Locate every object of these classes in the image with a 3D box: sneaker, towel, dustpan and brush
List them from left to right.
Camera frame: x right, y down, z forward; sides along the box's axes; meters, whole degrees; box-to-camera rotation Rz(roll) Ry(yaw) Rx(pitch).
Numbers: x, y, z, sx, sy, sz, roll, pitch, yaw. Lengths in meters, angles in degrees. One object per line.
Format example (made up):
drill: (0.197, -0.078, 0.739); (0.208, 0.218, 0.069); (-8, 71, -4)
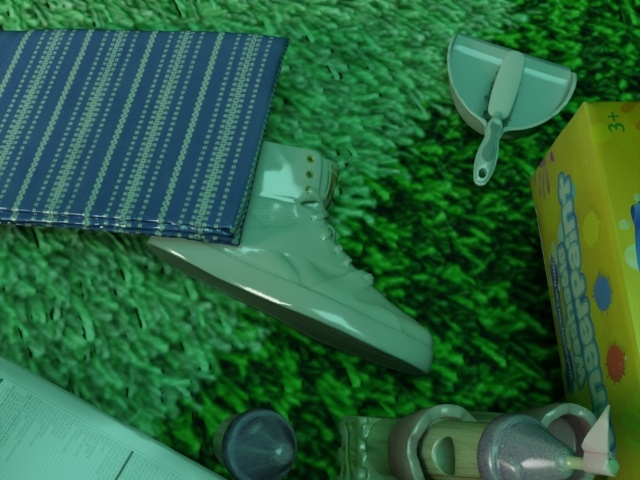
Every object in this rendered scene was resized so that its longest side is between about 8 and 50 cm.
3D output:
towel: (-0.214, -0.112, 0.787); (0.336, 0.040, 0.243); (5, 62, 12)
sneaker: (0.000, 0.000, 0.759); (0.293, 0.108, 0.169); (27, 73, 8)
dustpan and brush: (0.191, -0.138, 0.847); (0.147, 0.060, 0.211); (19, 69, 4)

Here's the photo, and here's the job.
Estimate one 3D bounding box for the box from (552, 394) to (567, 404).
box: (0.395, 0.176, 0.730); (0.308, 0.076, 0.242); (-32, 74, -14)

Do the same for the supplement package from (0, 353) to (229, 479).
supplement package: (-0.182, 0.220, 0.647); (0.244, 0.134, 0.139); (27, 70, 7)

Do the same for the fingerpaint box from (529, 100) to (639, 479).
fingerpaint box: (0.396, 0.113, 0.624); (0.371, 0.163, 0.444); (-1, 69, -4)

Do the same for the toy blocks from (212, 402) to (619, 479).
toy blocks: (0.072, 0.243, 0.496); (0.309, 0.260, 0.288); (8, 79, -24)
